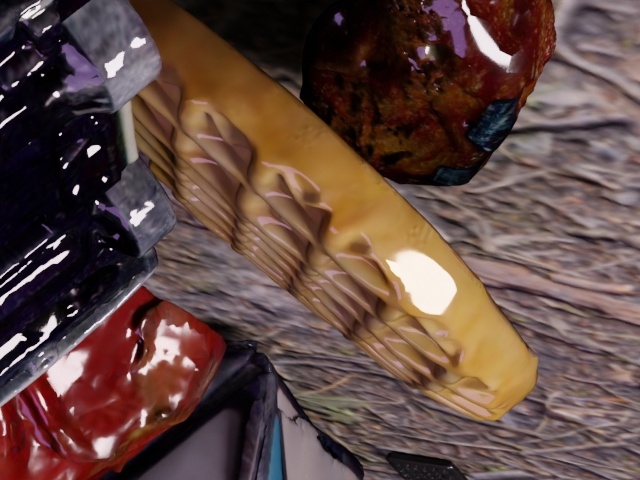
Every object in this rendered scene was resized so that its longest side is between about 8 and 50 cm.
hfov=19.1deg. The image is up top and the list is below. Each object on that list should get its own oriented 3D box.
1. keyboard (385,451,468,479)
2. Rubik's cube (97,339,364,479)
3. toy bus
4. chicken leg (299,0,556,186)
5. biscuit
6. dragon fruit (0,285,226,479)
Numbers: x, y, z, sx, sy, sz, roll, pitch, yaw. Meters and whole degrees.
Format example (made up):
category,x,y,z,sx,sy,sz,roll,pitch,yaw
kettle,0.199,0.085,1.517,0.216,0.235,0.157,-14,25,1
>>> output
category,x,y,z,sx,sy,sz,roll,pitch,yaw
keyboard,0.095,0.182,1.342,0.053,0.010,0.155,5,156,28
Rubik's cube,-0.152,0.248,1.221,0.310,0.305,0.307,0,159,12
toy bus,-0.165,-0.046,0.711,0.179,0.143,0.305,45,165,14
chicken leg,0.027,-0.082,0.655,0.106,0.051,0.253,17,158,17
biscuit,0.000,0.000,0.798,0.204,0.040,0.309,35,171,32
dragon fruit,-0.236,0.066,0.943,0.228,0.286,0.329,22,154,28
